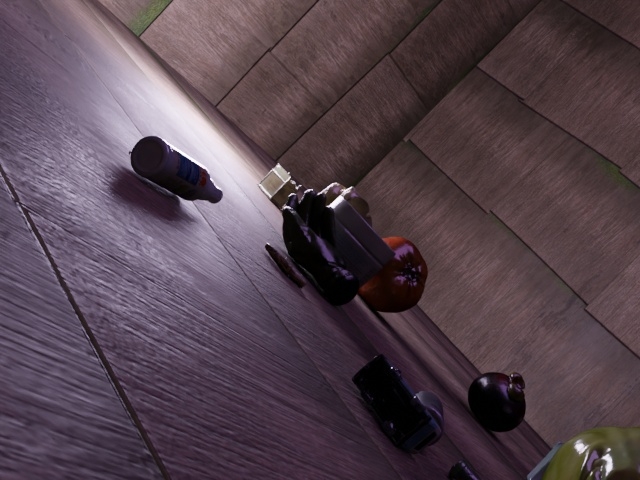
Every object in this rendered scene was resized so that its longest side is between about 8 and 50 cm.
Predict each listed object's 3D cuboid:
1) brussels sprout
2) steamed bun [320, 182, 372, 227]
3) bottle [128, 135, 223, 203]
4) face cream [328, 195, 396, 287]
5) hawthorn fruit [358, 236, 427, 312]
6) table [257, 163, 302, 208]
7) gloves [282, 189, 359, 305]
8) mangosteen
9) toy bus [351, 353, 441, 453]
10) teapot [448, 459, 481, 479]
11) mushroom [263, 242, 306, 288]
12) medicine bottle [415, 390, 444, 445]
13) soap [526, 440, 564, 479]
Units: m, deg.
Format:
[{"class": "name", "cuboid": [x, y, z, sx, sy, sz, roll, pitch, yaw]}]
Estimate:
[{"class": "brussels sprout", "cuboid": [0.498, 0.440, 1.421, 0.344, 0.268, 0.344, 49, 9, -11]}, {"class": "steamed bun", "cuboid": [0.028, -0.042, 2.115, 0.106, 0.177, 0.192, 45, -2, 41]}, {"class": "bottle", "cuboid": [-0.192, -0.088, 1.264, 0.060, 0.060, 0.217, 47, 3, 20]}, {"class": "face cream", "cuboid": [0.048, 0.017, 1.918, 0.177, 0.153, 0.177, 47, 5, -5]}, {"class": "hawthorn fruit", "cuboid": [0.154, 0.085, 2.259, 0.196, 0.196, 0.225, 43, -25, -31]}, {"class": "table", "cuboid": [-0.107, -0.144, 2.391, 0.079, 0.083, 0.062, 48, 6, 40]}, {"class": "gloves", "cuboid": [-0.009, 0.011, 1.758, 0.135, 0.107, 0.268, 29, 33, -48]}, {"class": "mangosteen", "cuboid": [0.429, 0.378, 2.146, 0.152, 0.152, 0.152, 45, 4, -4]}, {"class": "toy bus", "cuboid": [0.101, 0.214, 1.168, 0.075, 0.060, 0.123, 47, 4, -46]}, {"class": "teapot", "cuboid": [0.223, 0.345, 1.225, 0.110, 0.043, 0.043, 44, 4, 16]}, {"class": "mushroom", "cuboid": [-0.060, 0.041, 1.535, 0.101, 0.019, 0.049, 47, 4, 14]}, {"class": "medicine bottle", "cuboid": [0.150, 0.251, 1.304, 0.057, 0.057, 0.199, 46, 4, 5]}, {"class": "soap", "cuboid": [0.606, 0.599, 1.947, 0.347, 0.115, 0.208, 46, 4, 7]}]
